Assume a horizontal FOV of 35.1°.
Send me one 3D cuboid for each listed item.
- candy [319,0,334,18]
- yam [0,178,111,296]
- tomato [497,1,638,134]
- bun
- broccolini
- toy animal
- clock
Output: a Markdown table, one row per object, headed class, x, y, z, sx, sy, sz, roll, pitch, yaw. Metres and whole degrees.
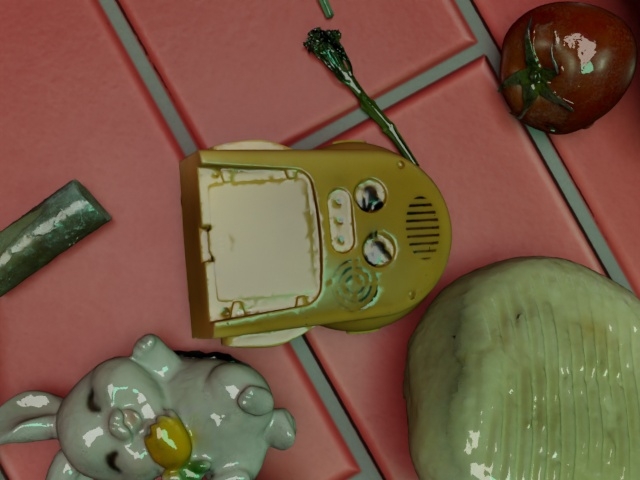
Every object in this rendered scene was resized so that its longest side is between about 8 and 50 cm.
| class | x | y | z | sx | sy | sz | roll | pitch | yaw |
| --- | --- | --- | --- | --- | --- | --- | --- | --- | --- |
| candy | -0.043 | -0.424 | 1.265 | 0.091 | 0.083 | 0.306 | -25 | 97 | 0 |
| yam | -0.340 | -0.004 | 1.216 | 0.169 | 0.068 | 0.068 | -36 | 90 | -6 |
| tomato | 0.306 | -0.219 | 1.239 | 0.167 | 0.167 | 0.167 | 0 | 87 | -4 |
| bun | 0.246 | 0.203 | 1.173 | 0.361 | 0.213 | 0.361 | 7 | 65 | -16 |
| broccolini | 0.052 | -0.176 | 1.274 | 0.042 | 0.044 | 0.218 | -36 | 96 | -20 |
| toy animal | -0.202 | 0.221 | 1.175 | 0.325 | 0.154 | 0.209 | -22 | 101 | 7 |
| clock | 0.000 | 0.000 | 1.191 | 0.316 | 0.200 | 0.244 | -3 | 90 | -13 |
